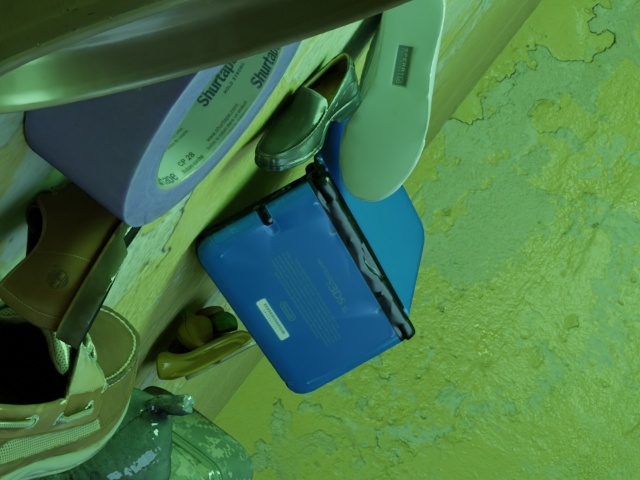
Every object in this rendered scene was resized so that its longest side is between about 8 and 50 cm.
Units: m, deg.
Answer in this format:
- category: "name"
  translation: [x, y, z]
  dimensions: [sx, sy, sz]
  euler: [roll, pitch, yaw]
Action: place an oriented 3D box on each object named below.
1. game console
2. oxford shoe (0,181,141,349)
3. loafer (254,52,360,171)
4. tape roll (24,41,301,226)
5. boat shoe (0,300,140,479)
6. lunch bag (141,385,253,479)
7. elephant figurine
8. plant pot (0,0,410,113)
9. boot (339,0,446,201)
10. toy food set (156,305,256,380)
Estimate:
- category: "game console"
  translation: [0.000, 0.000, 1.494]
  dimensions: [0.250, 0.293, 0.173]
  euler: [-29, -141, 2]
- category: "oxford shoe"
  translation: [-0.157, -0.022, 0.843]
  dimensions: [0.076, 0.076, 0.212]
  euler: [-60, -174, 38]
- category: "loafer"
  translation: [-0.016, -0.136, 1.284]
  dimensions: [0.170, 0.062, 0.061]
  euler: [-52, 153, -39]
- category: "tape roll"
  translation: [-0.091, -0.105, 0.764]
  dimensions: [0.189, 0.080, 0.189]
  euler: [-52, 174, -7]
- category: "boat shoe"
  translation: [-0.209, 0.101, 0.895]
  dimensions: [0.116, 0.123, 0.324]
  euler: [-57, 174, 20]
- category: "lunch bag"
  translation: [-0.258, 0.364, 1.515]
  dimensions: [0.305, 0.212, 0.256]
  euler: [-62, 160, 18]
- category: "elephant figurine"
  translation: [-0.264, 0.240, 1.189]
  dimensions: [0.239, 0.169, 0.186]
  euler: [-22, 124, -46]
- category: "plant pot"
  translation: [-0.056, -0.136, 0.512]
  dimensions: [0.237, 0.110, 0.237]
  euler: [-17, -177, 1]
- category: "boot"
  translation: [0.089, -0.169, 1.405]
  dimensions: [0.123, 0.095, 0.258]
  euler: [-23, 130, -84]
- category: "toy food set"
  translation: [-0.165, 0.131, 1.656]
  dimensions: [0.128, 0.071, 0.218]
  euler: [-28, 171, 0]
